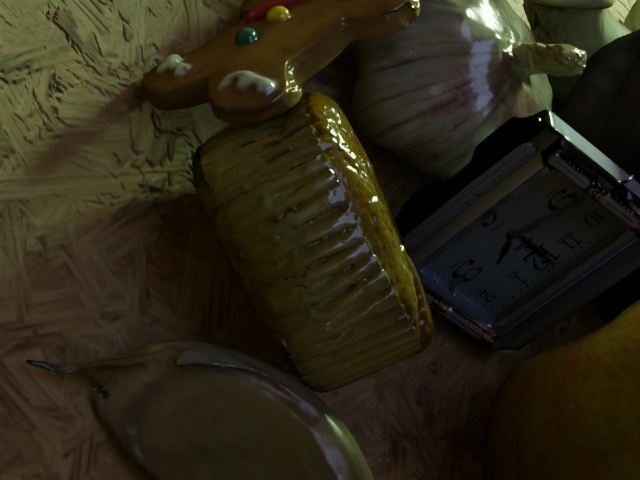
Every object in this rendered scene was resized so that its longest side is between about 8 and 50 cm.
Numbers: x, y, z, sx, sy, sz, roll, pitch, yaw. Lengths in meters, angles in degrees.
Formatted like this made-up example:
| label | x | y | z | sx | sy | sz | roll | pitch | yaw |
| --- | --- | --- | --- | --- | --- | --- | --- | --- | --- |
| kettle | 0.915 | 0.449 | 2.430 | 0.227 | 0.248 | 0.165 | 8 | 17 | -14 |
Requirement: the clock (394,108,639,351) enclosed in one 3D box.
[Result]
| label | x | y | z | sx | sy | sz | roll | pitch | yaw |
| --- | --- | --- | --- | --- | --- | --- | --- | --- | --- |
| clock | 0.202 | -0.008 | 1.466 | 0.186 | 0.253 | 0.083 | 35 | 34 | -27 |

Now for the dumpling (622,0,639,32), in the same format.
| label | x | y | z | sx | sy | sz | roll | pitch | yaw |
| --- | --- | --- | --- | --- | --- | --- | --- | --- | --- |
| dumpling | 0.452 | -0.262 | 1.888 | 0.111 | 0.181 | 0.155 | 51 | 3 | 36 |

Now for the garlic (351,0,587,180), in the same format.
| label | x | y | z | sx | sy | sz | roll | pitch | yaw |
| --- | --- | --- | --- | --- | --- | --- | --- | --- | --- |
| garlic | 0.172 | -0.171 | 1.503 | 0.245 | 0.253 | 0.245 | 9 | 76 | -38 |

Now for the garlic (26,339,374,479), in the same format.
| label | x | y | z | sx | sy | sz | roll | pitch | yaw |
| --- | --- | --- | --- | --- | --- | --- | --- | --- | --- |
| garlic | -0.067 | 0.186 | 1.227 | 0.196 | 0.151 | 0.338 | -35 | 96 | -31 |

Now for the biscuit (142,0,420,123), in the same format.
| label | x | y | z | sx | sy | sz | roll | pitch | yaw |
| --- | --- | --- | --- | --- | --- | --- | --- | --- | --- |
| biscuit | -0.012 | -0.214 | 1.371 | 0.339 | 0.216 | 0.047 | -38 | 124 | -30 |

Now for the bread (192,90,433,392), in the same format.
| label | x | y | z | sx | sy | sz | roll | pitch | yaw |
| --- | --- | --- | --- | --- | --- | --- | --- | --- | --- |
| bread | 0.000 | 0.000 | 1.304 | 0.253 | 0.142 | 0.227 | 62 | 4 | -6 |

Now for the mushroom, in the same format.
| label | x | y | z | sx | sy | sz | roll | pitch | yaw |
| --- | --- | --- | --- | --- | --- | --- | --- | --- | --- |
| mushroom | 0.362 | -0.194 | 1.729 | 0.397 | 0.177 | 0.126 | 29 | 64 | -26 |

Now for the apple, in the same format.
| label | x | y | z | sx | sy | sz | roll | pitch | yaw |
| --- | --- | --- | --- | --- | --- | --- | --- | --- | --- |
| apple | 0.341 | 0.206 | 1.398 | 0.333 | 0.400 | 0.400 | 50 | 48 | -6 |

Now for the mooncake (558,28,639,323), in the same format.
| label | x | y | z | sx | sy | sz | roll | pitch | yaw |
| --- | --- | --- | --- | --- | --- | --- | --- | --- | --- |
| mooncake | 0.424 | -0.036 | 1.569 | 0.212 | 0.350 | 0.381 | -51 | 125 | -37 |
